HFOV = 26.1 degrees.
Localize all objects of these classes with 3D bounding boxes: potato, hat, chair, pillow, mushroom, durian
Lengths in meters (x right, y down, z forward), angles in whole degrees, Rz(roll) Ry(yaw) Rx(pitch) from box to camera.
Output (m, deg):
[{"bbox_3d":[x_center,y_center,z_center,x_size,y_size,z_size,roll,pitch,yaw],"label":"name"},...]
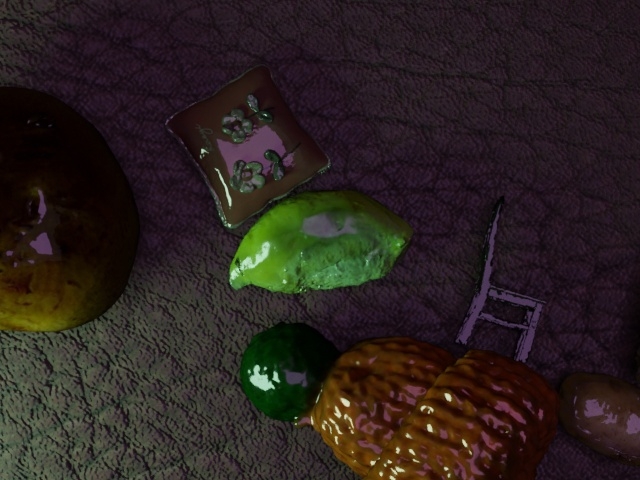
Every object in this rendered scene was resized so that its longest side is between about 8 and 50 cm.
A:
[{"bbox_3d":[0.402,0.243,1.886,0.170,0.080,0.107,22,78,-5],"label":"potato"},{"bbox_3d":[0.101,0.227,1.828,0.400,0.285,0.285,33,85,26],"label":"hat"},{"bbox_3d":[0.261,0.053,1.888,0.101,0.084,0.212,18,86,1],"label":"chair"},{"bbox_3d":[-0.099,-0.132,1.876,0.171,0.075,0.179,-32,88,-4],"label":"pillow"},{"bbox_3d":[-0.415,-0.036,1.808,0.345,0.259,0.345,7,76,-29],"label":"mushroom"},{"bbox_3d":[0.000,0.000,1.863,0.250,0.101,0.139,-3,88,-4],"label":"durian"}]

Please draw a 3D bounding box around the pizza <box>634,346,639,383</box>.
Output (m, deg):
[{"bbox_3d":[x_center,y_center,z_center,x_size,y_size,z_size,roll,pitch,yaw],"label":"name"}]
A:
[{"bbox_3d":[0.574,0.089,1.876,0.258,0.087,0.268,11,80,14],"label":"pizza"}]
